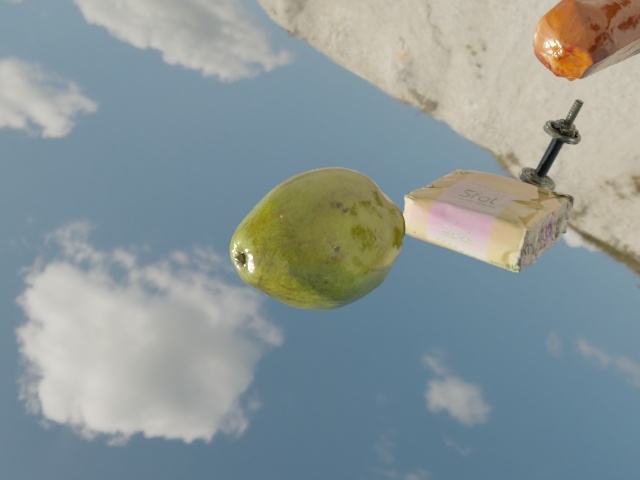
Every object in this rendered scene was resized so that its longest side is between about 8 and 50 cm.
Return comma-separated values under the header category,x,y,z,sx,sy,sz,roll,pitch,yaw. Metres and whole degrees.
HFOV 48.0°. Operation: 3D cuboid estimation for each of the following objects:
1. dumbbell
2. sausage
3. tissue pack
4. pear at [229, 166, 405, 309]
category,x,y,z,sx,sy,sz,roll,pitch,yaw
dumbbell,0.466,-0.170,1.461,0.082,0.254,0.081,15,-147,-10
sausage,0.526,-0.400,1.347,0.268,0.153,0.141,-25,-101,-20
tissue pack,0.315,-0.043,1.367,0.257,0.123,0.215,19,-149,37
pear,0.000,0.000,1.062,0.269,0.212,0.212,-10,-136,-29
